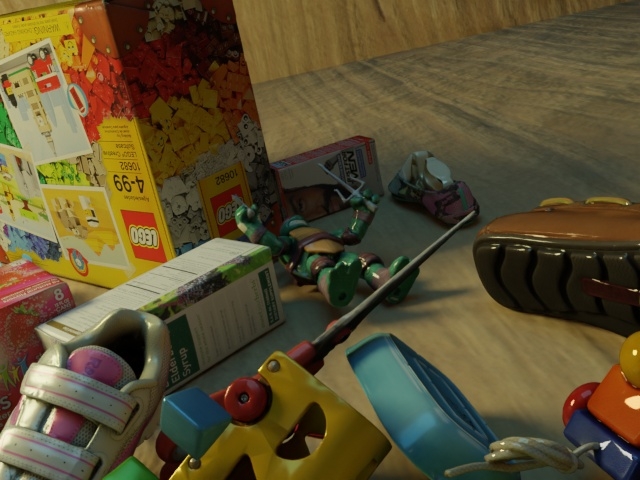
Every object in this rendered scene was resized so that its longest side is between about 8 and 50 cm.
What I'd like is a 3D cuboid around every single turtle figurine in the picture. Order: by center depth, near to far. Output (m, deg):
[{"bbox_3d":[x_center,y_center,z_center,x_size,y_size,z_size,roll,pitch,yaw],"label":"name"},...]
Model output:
[{"bbox_3d":[0.000,0.000,0.915,0.175,0.118,0.234,-20,34,-24],"label":"turtle figurine"}]

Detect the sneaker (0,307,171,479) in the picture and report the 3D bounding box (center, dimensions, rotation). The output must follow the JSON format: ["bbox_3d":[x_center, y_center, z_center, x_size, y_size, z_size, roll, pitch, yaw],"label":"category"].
[{"bbox_3d":[-0.172,0.131,0.529,0.103,0.111,0.252,18,31,-2],"label":"sneaker"}]

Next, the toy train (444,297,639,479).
[{"bbox_3d":[0.201,0.079,0.478,0.248,0.143,0.105,4,15,-21],"label":"toy train"}]

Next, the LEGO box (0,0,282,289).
[{"bbox_3d":[-0.317,-0.143,1.098,0.500,0.372,0.193,7,28,41],"label":"LEGO box"}]

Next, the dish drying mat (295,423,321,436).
[{"bbox_3d":[-0.023,0.154,0.679,0.083,0.008,0.032,4,26,33],"label":"dish drying mat"}]

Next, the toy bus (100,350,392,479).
[{"bbox_3d":[-0.043,0.173,0.493,0.104,0.202,0.191,35,34,22],"label":"toy bus"}]

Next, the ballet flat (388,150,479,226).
[{"bbox_3d":[0.155,-0.083,1.106,0.077,0.079,0.221,-17,21,-12],"label":"ballet flat"}]

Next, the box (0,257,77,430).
[{"bbox_3d":[-0.372,0.127,0.771,0.257,0.122,0.128,-25,25,-33],"label":"box"}]

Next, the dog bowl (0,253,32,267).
[{"bbox_3d":[-0.487,0.072,1.051,0.166,0.074,0.297,-27,26,-35],"label":"dog bowl"}]

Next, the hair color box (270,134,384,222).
[{"bbox_3d":[0.008,-0.092,1.187,0.167,0.093,0.053,-20,22,-21],"label":"hair color box"}]

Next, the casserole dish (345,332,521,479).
[{"bbox_3d":[0.080,0.123,0.557,0.037,0.114,0.188,-49,21,7],"label":"casserole dish"}]

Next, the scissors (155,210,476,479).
[{"bbox_3d":[0.000,0.082,0.586,0.297,0.109,0.021,-36,61,-15],"label":"scissors"}]

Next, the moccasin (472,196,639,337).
[{"bbox_3d":[0.313,0.025,0.682,0.147,0.139,0.380,-33,19,-26],"label":"moccasin"}]

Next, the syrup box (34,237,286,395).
[{"bbox_3d":[-0.156,0.086,0.805,0.096,0.093,0.237,9,29,43],"label":"syrup box"}]
